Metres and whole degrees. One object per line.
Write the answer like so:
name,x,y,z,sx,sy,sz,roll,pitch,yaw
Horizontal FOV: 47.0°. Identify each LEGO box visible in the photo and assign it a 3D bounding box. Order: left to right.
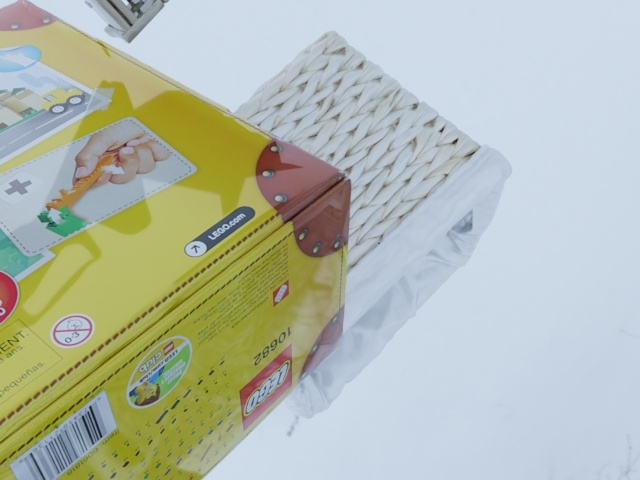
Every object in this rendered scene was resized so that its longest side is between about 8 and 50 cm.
LEGO box,-0.278,0.067,0.482,0.500,0.372,0.193,-39,147,-33

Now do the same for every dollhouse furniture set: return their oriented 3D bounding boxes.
dollhouse furniture set,-0.255,-0.332,0.851,0.129,0.184,0.129,-49,130,-8

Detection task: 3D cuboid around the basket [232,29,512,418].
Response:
basket,0.000,0.000,0.877,0.331,0.266,0.328,-45,164,-11
